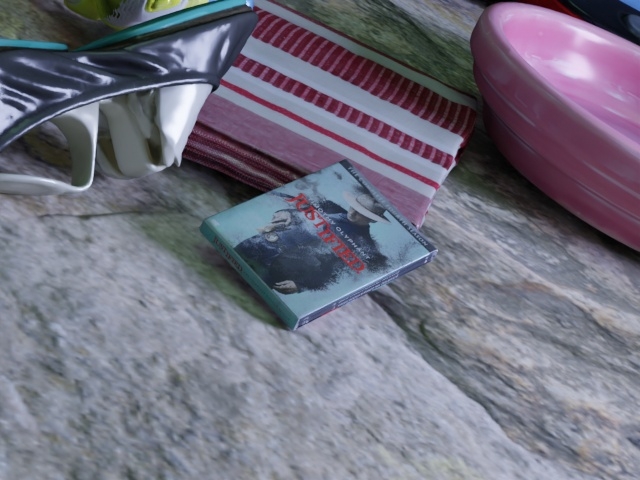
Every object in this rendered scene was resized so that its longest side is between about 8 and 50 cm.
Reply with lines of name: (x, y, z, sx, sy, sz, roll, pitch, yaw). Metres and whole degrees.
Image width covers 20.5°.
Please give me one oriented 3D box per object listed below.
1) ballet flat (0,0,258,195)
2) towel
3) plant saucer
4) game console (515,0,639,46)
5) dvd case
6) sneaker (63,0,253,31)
ballet flat: (-0.137, -0.077, 1.012, 0.095, 0.096, 0.280, -10, 5, 44)
towel: (-0.016, -0.096, 1.244, 0.237, 0.037, 0.329, 27, 22, 4)
plant saucer: (0.258, -0.073, 1.410, 0.332, 0.084, 0.332, 25, 21, -10)
game console: (0.356, -0.262, 1.874, 0.342, 0.060, 0.386, 22, 33, -12)
dvd case: (0.000, 0.000, 1.037, 0.119, 0.013, 0.087, -23, 60, -40)
sneaker: (-0.126, -0.193, 1.234, 0.126, 0.091, 0.240, 9, 23, -34)
